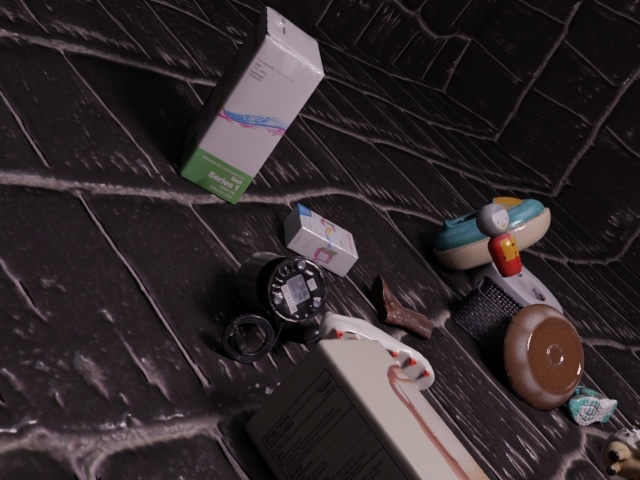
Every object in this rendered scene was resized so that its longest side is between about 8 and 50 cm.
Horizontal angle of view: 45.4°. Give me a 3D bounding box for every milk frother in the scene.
[{"bbox_3d":[-0.078,0.085,1.006,0.143,0.129,0.134,-7,4,-23],"label":"milk frother"}]

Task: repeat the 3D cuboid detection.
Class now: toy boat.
[{"bbox_3d":[0.367,-0.024,1.633,0.318,0.267,0.148,-64,133,-79],"label":"toy boat"}]

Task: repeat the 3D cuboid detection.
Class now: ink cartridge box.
[{"bbox_3d":[-0.119,-0.234,1.309,0.117,0.278,0.201,29,24,-19],"label":"ink cartridge box"},{"bbox_3d":[0.000,0.000,1.337,0.122,0.052,0.089,30,23,-22],"label":"ink cartridge box"}]

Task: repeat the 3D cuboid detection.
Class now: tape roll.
[{"bbox_3d":[0.451,0.124,1.763,0.219,0.072,0.219,32,22,-14],"label":"tape roll"}]

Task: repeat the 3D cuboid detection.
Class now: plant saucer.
[{"bbox_3d":[0.426,0.215,1.422,0.198,0.036,0.199,5,78,-28],"label":"plant saucer"}]

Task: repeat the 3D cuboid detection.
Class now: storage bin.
[{"bbox_3d":[0.363,0.168,1.524,0.180,0.084,0.122,40,22,8],"label":"storage bin"}]

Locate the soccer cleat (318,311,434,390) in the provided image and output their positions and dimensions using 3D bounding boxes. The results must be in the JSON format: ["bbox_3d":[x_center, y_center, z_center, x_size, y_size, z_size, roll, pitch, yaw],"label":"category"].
[{"bbox_3d":[0.086,0.161,1.139,0.196,0.068,0.076,28,21,-16],"label":"soccer cleat"}]

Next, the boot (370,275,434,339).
[{"bbox_3d":[0.145,0.119,1.345,0.114,0.037,0.107,21,40,-29],"label":"boot"}]

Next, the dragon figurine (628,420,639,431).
[{"bbox_3d":[0.658,0.434,1.453,0.289,0.085,0.144,33,22,-11],"label":"dragon figurine"}]

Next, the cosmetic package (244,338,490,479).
[{"bbox_3d":[0.072,0.261,0.806,0.129,0.153,0.296,8,38,-54],"label":"cosmetic package"}]

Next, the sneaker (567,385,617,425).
[{"bbox_3d":[0.519,0.322,1.514,0.166,0.065,0.076,18,13,-47],"label":"sneaker"}]

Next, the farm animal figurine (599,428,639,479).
[{"bbox_3d":[0.506,0.454,1.016,0.326,0.331,0.172,19,8,40],"label":"farm animal figurine"}]
